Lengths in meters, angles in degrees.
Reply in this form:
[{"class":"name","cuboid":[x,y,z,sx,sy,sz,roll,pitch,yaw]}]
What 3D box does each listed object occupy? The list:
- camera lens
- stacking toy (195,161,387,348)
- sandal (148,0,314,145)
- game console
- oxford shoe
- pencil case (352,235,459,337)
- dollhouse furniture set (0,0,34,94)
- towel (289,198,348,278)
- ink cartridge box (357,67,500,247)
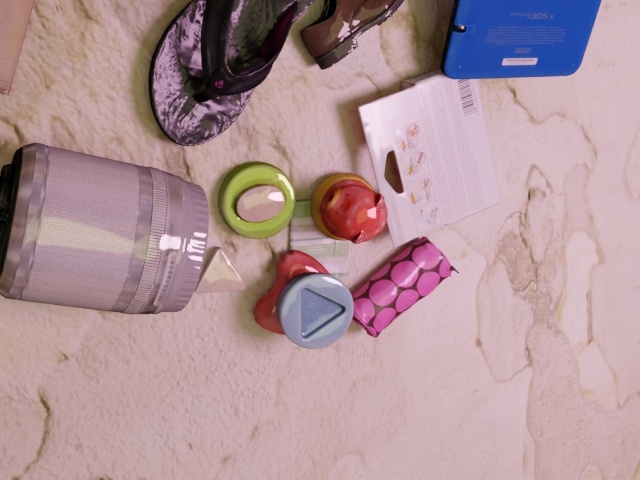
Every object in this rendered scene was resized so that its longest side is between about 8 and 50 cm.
[{"class":"camera lens","cuboid":[-0.323,-0.011,1.086,0.274,0.219,0.219,11,100,-26]},{"class":"stacking toy","cuboid":[-0.042,0.021,1.252,0.280,0.130,0.308,16,97,-20]},{"class":"sandal","cuboid":[-0.107,-0.340,1.149,0.168,0.107,0.445,36,88,-28]},{"class":"game console","cuboid":[0.326,-0.432,1.324,0.293,0.173,0.250,-6,126,-21]},{"class":"oxford shoe","cuboid":[0.062,-0.386,1.226,0.227,0.083,0.096,-43,112,-8]},{"class":"pencil case","cuboid":[0.148,0.091,1.398,0.209,0.095,0.098,-37,132,-8]},{"class":"dollhouse furniture set","cuboid":[-0.593,-0.327,0.920,0.394,0.256,0.362,18,97,-6]},{"class":"towel","cuboid":[0.000,0.000,1.341,0.113,0.023,0.152,-6,107,-23]},{"class":"ink cartridge box","cuboid":[0.191,-0.154,1.360,0.239,0.060,0.275,-23,112,-16]}]
